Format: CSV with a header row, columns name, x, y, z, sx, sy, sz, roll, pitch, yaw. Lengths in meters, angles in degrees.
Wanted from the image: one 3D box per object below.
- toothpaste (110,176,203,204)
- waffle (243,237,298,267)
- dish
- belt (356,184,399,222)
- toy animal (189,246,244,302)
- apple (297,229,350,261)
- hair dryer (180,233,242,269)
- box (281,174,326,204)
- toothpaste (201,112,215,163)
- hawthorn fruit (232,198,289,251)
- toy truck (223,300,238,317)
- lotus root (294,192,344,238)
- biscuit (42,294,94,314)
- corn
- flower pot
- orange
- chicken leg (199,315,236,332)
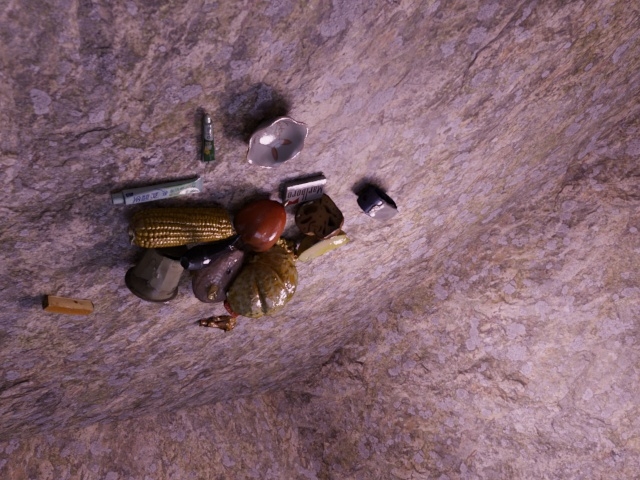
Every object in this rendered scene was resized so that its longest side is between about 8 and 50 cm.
name,x,y,z,sx,sy,sz,roll,pitch,yaw
toothpaste,-0.535,-0.163,1.464,0.296,0.048,0.075,-15,146,-30
waffle,-0.248,0.099,2.112,0.311,0.060,0.307,-31,149,5
dish,-0.156,-0.345,1.462,0.229,0.081,0.229,-24,154,-12
belt,0.258,-0.161,2.046,0.126,0.140,0.230,-41,151,21
toy animal,-0.450,0.161,1.888,0.226,0.188,0.358,-38,161,-35
apple,0.000,0.000,2.080,0.264,0.120,0.193,-25,165,0
hair dryer,-0.359,0.029,1.618,0.271,0.091,0.235,-18,-176,38
box,-0.067,-0.206,1.802,0.177,0.036,0.115,-15,149,-23
toothpaste,-0.354,-0.316,1.385,0.049,0.032,0.204,-15,150,-22
hawthorn fruit,-0.220,-0.082,1.741,0.251,0.199,0.199,-45,152,-6
toy truck,-0.392,0.268,2.069,0.114,0.107,0.252,-38,-165,-3
lotus root,0.001,-0.077,1.928,0.199,0.188,0.180,-29,162,-3
biscuit,-0.987,0.254,1.726,0.052,0.056,0.188,-35,152,17
corn,-0.490,-0.054,1.581,0.387,0.144,0.144,-10,147,-36
flower pot,-0.608,0.102,1.676,0.212,0.212,0.203,6,129,-46
orange,-0.220,0.199,1.908,0.369,0.210,0.271,-47,152,-43
chicken leg,-0.553,0.452,2.390,0.207,0.101,0.085,6,107,-33
